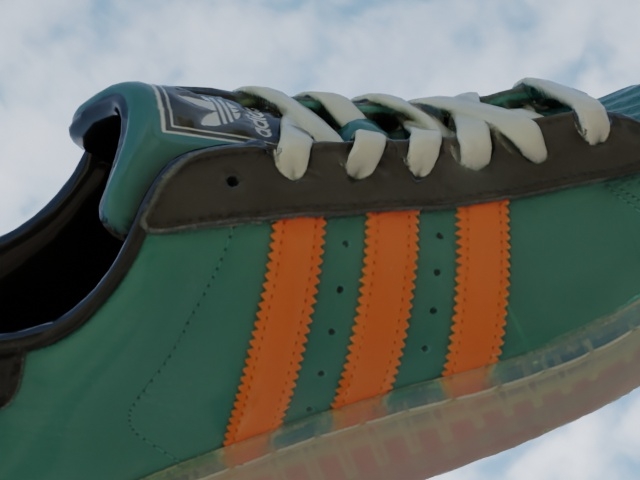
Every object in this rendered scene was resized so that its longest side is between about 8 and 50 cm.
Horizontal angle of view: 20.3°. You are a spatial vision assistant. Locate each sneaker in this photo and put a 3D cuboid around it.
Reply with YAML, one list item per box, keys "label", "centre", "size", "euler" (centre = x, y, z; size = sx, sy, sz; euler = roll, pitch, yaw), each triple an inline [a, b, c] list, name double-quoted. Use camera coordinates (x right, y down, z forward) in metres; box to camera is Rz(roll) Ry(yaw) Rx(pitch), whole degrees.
- label: "sneaker"
  centre: [0.000, 0.000, 0.504]
  size: [0.302, 0.108, 0.121]
  euler: [-24, -70, -9]
